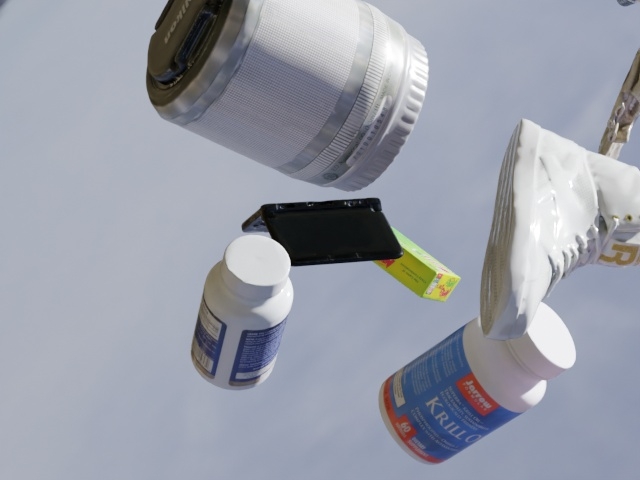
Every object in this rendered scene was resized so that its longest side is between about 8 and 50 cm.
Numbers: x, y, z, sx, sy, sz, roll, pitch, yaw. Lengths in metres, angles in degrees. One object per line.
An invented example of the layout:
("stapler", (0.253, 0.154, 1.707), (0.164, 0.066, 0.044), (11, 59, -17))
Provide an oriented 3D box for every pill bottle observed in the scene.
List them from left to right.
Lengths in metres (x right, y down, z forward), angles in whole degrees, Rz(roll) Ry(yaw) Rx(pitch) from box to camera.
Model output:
("pill bottle", (-0.057, 0.052, 1.280), (0.120, 0.067, 0.067), (107, 11, -48))
("pill bottle", (0.184, 0.161, 2.000), (0.221, 0.124, 0.124), (-38, -164, 32))

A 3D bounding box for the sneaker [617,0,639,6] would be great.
("sneaker", (0.432, -0.378, 2.349), (0.135, 0.052, 0.058), (-67, -169, -24))

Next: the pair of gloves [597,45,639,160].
("pair of gloves", (0.410, -0.183, 2.252), (0.240, 0.042, 0.204), (98, 17, -59))

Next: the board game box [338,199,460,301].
("board game box", (0.099, 0.015, 2.375), (0.043, 0.181, 0.092), (-56, 156, 9))

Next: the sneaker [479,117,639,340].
("sneaker", (0.260, 0.002, 1.756), (0.108, 0.169, 0.292), (113, -5, -47))

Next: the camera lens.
("camera lens", (-0.044, -0.196, 1.949), (0.219, 0.274, 0.219), (-45, -148, 38))

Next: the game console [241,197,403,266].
("game console", (0.000, 0.000, 1.618), (0.122, 0.071, 0.107), (-3, 166, -22))
